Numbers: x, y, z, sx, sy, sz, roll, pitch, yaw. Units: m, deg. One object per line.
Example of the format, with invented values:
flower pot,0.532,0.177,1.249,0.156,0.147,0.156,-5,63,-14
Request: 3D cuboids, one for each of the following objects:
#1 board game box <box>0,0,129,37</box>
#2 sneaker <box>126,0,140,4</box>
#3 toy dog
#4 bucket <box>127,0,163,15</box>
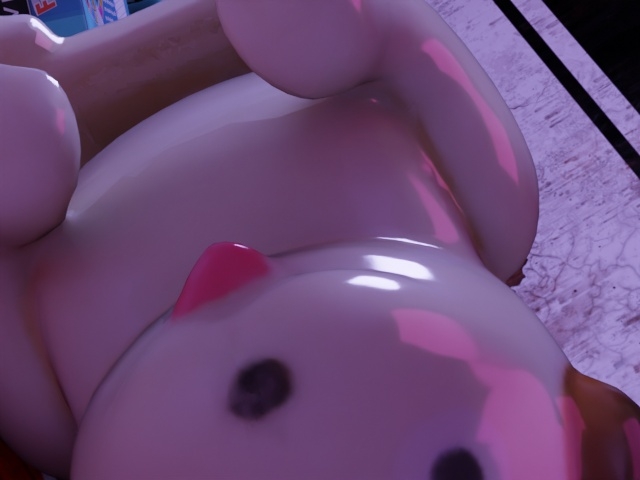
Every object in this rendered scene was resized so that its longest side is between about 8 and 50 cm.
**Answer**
board game box,-0.184,-0.184,0.911,0.254,0.079,0.336,-105,-177,-85
sneaker,-0.135,-0.343,1.111,0.134,0.146,0.343,57,45,-80
toy dog,-0.025,0.058,0.622,0.408,0.284,0.395,-116,-168,-63
bucket,-0.087,-0.122,1.193,0.281,0.281,0.183,57,15,-38
